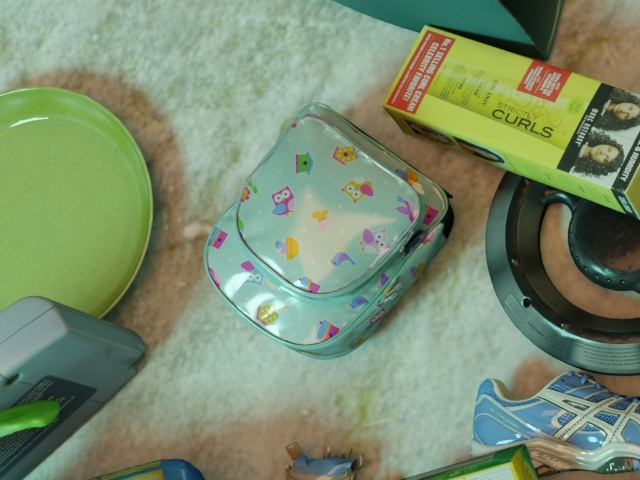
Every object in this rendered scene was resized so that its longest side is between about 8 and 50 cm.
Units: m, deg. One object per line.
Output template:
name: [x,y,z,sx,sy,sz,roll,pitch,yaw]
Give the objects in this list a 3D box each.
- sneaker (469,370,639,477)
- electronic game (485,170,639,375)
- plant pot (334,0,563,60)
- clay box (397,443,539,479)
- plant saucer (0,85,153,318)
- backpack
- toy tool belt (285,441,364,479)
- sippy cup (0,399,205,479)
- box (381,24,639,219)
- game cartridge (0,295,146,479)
sneaker: [0.219,0.142,1.154,0.211,0.080,0.081,-6,82,13]
electronic game: [0.246,-0.004,1.188,0.229,0.048,0.229,-6,72,18]
plant pot: [0.079,-0.268,1.223,0.234,0.165,0.165,12,84,25]
clay box: [0.136,0.282,1.138,0.127,0.053,0.222,-20,93,21]
plant saucer: [-0.259,-0.019,1.332,0.241,0.037,0.241,-2,81,14]
backpack: [0.000,0.000,1.207,0.166,0.144,0.188,37,94,12]
toy tool belt: [0.011,0.193,1.216,0.083,0.052,0.051,-2,89,14]
sippy cup: [-0.176,0.288,1.171,0.224,0.305,0.240,-24,47,-1]
box: [0.170,-0.099,1.189,0.232,0.058,0.087,24,80,32]
game cartridge: [-0.297,0.164,1.227,0.297,0.198,0.062,-42,65,4]
